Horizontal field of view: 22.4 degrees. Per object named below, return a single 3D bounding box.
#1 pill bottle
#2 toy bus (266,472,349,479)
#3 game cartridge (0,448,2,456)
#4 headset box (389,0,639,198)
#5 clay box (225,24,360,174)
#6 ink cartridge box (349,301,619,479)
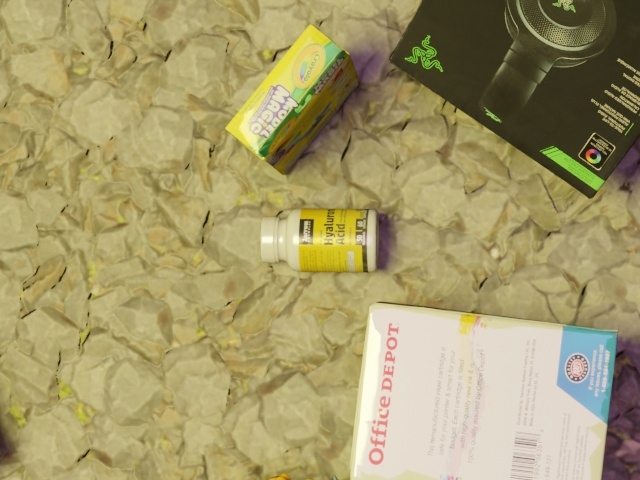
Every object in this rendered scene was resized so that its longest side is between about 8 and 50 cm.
[{"bbox_3d":[0.000,0.000,1.625,0.116,0.065,0.065,0,87,5],"label":"pill bottle"},{"bbox_3d":[0.033,0.303,1.571,0.211,0.149,0.220,-31,83,-3],"label":"toy bus"},{"bbox_3d":[-0.463,0.120,1.632,0.198,0.062,0.297,-22,74,-8],"label":"game cartridge"},{"bbox_3d":[0.232,-0.215,1.520,0.246,0.131,0.283,35,134,5],"label":"headset box"},{"bbox_3d":[-0.024,-0.133,1.554,0.053,0.222,0.127,39,91,6],"label":"clay box"},{"bbox_3d":[0.154,0.155,1.551,0.232,0.168,0.171,7,88,5],"label":"ink cartridge box"}]
